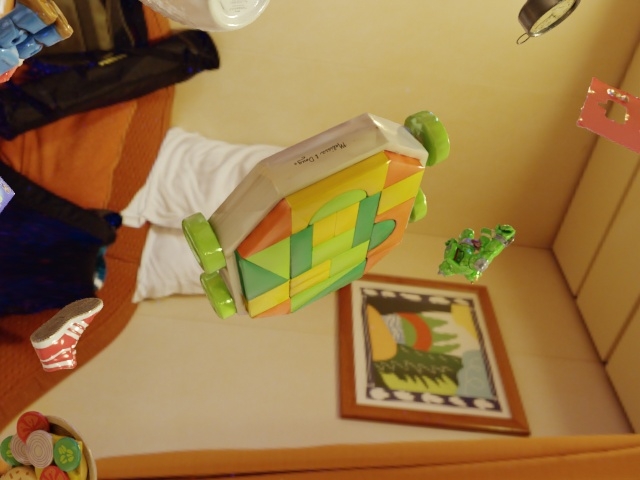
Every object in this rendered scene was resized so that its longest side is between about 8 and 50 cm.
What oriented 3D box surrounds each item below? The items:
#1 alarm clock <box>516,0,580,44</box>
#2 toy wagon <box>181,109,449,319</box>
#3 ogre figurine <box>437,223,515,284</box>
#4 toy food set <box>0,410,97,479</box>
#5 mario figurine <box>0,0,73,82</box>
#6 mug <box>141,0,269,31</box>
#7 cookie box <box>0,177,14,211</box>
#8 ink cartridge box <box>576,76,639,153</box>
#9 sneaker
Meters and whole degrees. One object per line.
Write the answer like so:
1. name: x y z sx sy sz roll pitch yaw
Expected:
1. alarm clock: 0.490 -0.501 1.431 0.064 0.129 0.192 59 -28 15
2. toy wagon: 0.000 0.000 0.702 0.068 0.267 0.344 57 -16 23
3. ogre figurine: 0.329 0.027 1.432 0.118 0.197 0.097 -53 128 -27
4. toy food set: -0.187 0.159 0.442 0.020 0.083 0.082 1 93 -66
5. mario figurine: -0.614 -0.342 1.129 0.170 0.320 0.198 54 -2 40
6. mug: -0.286 -0.566 1.259 0.374 0.328 0.276 -12 136 -52
7. cookie box: -0.506 -0.060 0.924 0.092 0.040 0.107 67 35 -45
8. ink cartridge box: 0.323 -0.082 0.502 0.181 0.225 0.056 -43 161 -56
9. sneaker: -0.342 0.131 0.891 0.118 0.042 0.067 -44 136 -52
